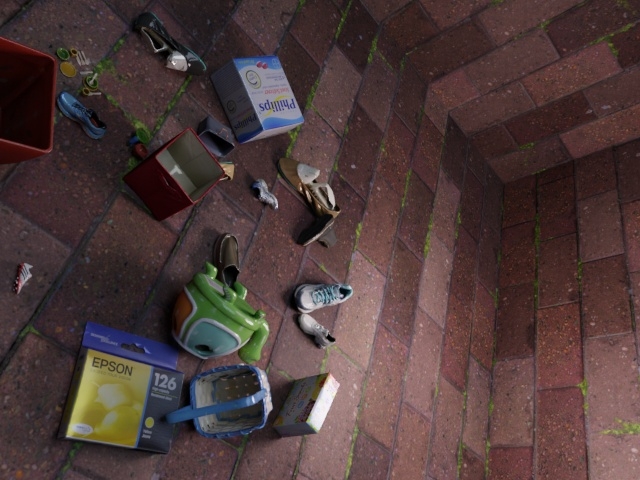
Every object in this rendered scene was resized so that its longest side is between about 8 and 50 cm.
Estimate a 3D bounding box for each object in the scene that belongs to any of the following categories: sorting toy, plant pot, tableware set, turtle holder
[{"bbox_3d":[-0.581,-0.304,1.776,0.061,0.042,0.102,35,36,-55],"label":"sorting toy"},{"bbox_3d":[-0.822,-0.323,1.344,0.267,0.236,0.267,13,66,-46],"label":"plant pot"},{"bbox_3d":[-0.730,-0.510,1.696,0.104,0.024,0.154,-25,94,-51],"label":"tableware set"},{"bbox_3d":[-0.309,0.241,1.717,0.243,0.227,0.320,40,-1,30],"label":"turtle holder"}]

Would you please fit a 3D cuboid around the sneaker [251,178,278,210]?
[{"bbox_3d":[-0.217,-0.166,2.132,0.058,0.052,0.135,-40,98,-39],"label":"sneaker"}]

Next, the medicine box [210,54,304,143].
[{"bbox_3d":[-0.240,-0.550,2.180,0.263,0.149,0.289,-28,95,-51],"label":"medicine box"}]

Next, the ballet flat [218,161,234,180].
[{"bbox_3d":[-0.389,-0.242,1.940,0.232,0.080,0.073,-3,92,-48],"label":"ballet flat"}]

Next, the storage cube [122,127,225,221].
[{"bbox_3d":[-0.454,-0.203,1.752,0.183,0.193,0.215,53,41,-20],"label":"storage cube"}]

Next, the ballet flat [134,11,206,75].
[{"bbox_3d":[-0.530,-0.660,1.947,0.280,0.095,0.096,42,56,-16],"label":"ballet flat"}]

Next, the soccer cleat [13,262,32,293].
[{"bbox_3d":[-0.749,0.096,1.415,0.036,0.029,0.083,20,56,-39],"label":"soccer cleat"}]

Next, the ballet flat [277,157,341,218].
[{"bbox_3d":[-0.030,-0.221,2.304,0.342,0.124,0.116,53,41,-20],"label":"ballet flat"}]

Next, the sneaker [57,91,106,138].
[{"bbox_3d":[-0.692,-0.376,1.644,0.162,0.073,0.063,45,46,-28],"label":"sneaker"}]

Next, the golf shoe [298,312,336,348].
[{"bbox_3d":[-0.008,0.335,2.126,0.176,0.086,0.069,48,46,-23],"label":"golf shoe"}]

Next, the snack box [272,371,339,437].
[{"bbox_3d":[-0.048,0.561,1.912,0.070,0.174,0.207,51,44,-17],"label":"snack box"}]

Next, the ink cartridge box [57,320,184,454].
[{"bbox_3d":[-0.520,0.401,1.523,0.304,0.072,0.307,28,57,-39],"label":"ink cartridge box"}]

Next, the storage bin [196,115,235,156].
[{"bbox_3d":[-0.374,-0.381,2.007,0.135,0.098,0.091,26,46,-41],"label":"storage bin"}]

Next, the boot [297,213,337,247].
[{"bbox_3d":[0.000,0.000,2.295,0.198,0.077,0.137,-39,131,-29],"label":"boot"}]

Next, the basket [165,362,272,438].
[{"bbox_3d":[-0.275,0.465,1.614,0.289,0.255,0.201,16,61,-80],"label":"basket"}]

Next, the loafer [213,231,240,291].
[{"bbox_3d":[-0.304,0.087,1.885,0.094,0.087,0.251,21,60,-43],"label":"loafer"}]

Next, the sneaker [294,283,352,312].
[{"bbox_3d":[0.015,0.206,2.176,0.283,0.122,0.110,-8,80,-50],"label":"sneaker"}]
